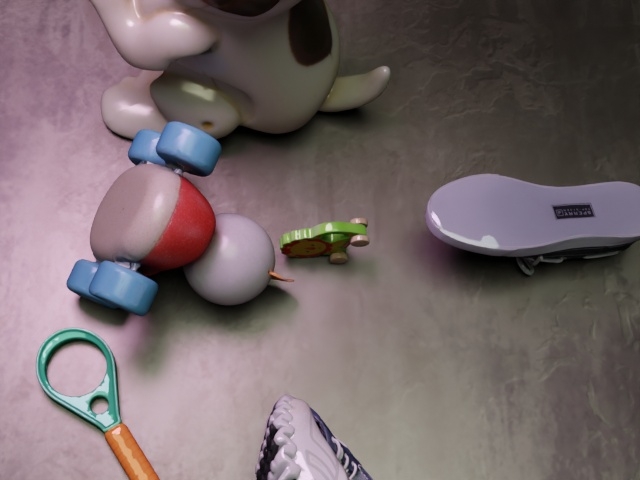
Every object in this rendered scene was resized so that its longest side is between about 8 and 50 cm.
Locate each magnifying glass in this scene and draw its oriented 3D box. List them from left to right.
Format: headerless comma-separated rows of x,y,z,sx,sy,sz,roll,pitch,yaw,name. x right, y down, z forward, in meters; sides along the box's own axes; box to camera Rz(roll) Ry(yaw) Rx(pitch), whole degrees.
-0.257,0.203,1.215,0.092,0.026,0.231,-31,74,-18,magnifying glass

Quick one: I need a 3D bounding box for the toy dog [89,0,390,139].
-0.103,-0.288,1.236,0.395,0.408,0.284,27,67,6,toy dog

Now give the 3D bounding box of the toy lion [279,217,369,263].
0.000,0.000,1.294,0.096,0.100,0.034,6,67,-24,toy lion

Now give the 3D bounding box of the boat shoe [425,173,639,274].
0.275,-0.019,1.328,0.306,0.105,0.113,-6,63,-16,boat shoe

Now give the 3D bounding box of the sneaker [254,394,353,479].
0.000,0.274,1.040,0.118,0.110,0.292,6,34,-15,sneaker

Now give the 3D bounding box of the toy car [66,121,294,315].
-0.146,0.010,1.254,0.238,0.210,0.219,29,78,-25,toy car

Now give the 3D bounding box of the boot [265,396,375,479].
0.009,0.261,1.185,0.190,0.086,0.069,40,68,11,boot
